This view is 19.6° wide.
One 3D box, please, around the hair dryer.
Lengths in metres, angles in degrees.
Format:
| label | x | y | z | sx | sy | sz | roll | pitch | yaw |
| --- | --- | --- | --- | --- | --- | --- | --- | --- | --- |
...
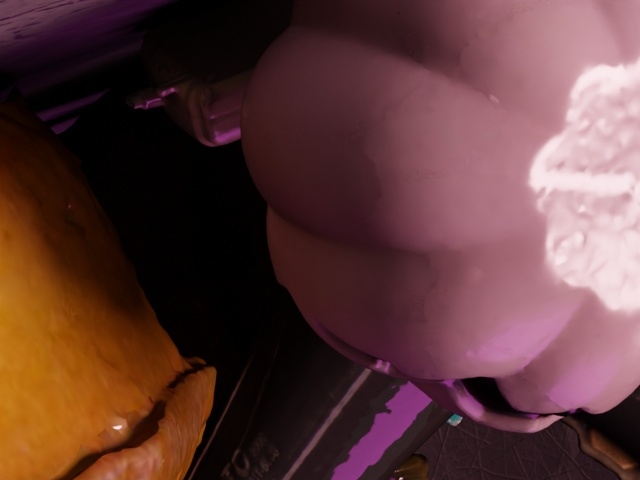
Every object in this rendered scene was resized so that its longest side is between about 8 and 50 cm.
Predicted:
| label | x | y | z | sx | sy | sz | roll | pitch | yaw |
| --- | --- | --- | --- | --- | --- | --- | --- | --- | --- |
| hair dryer | 0.113 | 0.104 | 0.712 | 0.304 | 0.359 | 0.120 | -58 | 163 | 4 |

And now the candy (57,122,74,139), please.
| label | x | y | z | sx | sy | sz | roll | pitch | yaw |
| --- | --- | --- | --- | --- | --- | --- | --- | --- | --- |
| candy | -0.203 | -0.008 | 1.026 | 0.141 | 0.078 | 0.203 | -19 | -172 | 21 |

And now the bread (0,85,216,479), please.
| label | x | y | z | sx | sy | sz | roll | pitch | yaw |
| --- | --- | --- | --- | --- | --- | --- | --- | --- | --- |
| bread | -0.148 | 0.047 | 0.676 | 0.179 | 0.194 | 0.340 | -25 | -177 | 13 |

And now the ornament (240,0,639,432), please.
| label | x | y | z | sx | sy | sz | roll | pitch | yaw |
| --- | --- | --- | --- | --- | --- | --- | --- | --- | --- |
| ornament | 0.060 | -0.032 | 0.595 | 0.177 | 0.177 | 0.177 | -20 | -177 | 1 |

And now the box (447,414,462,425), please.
| label | x | y | z | sx | sy | sz | roll | pitch | yaw |
| --- | --- | --- | --- | --- | --- | --- | --- | --- | --- |
| box | 0.000 | 0.000 | 1.075 | 0.092 | 0.245 | 0.153 | -63 | 174 | 10 |

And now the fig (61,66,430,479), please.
| label | x | y | z | sx | sy | sz | roll | pitch | yaw |
| --- | --- | --- | --- | --- | --- | --- | --- | --- | --- |
| fig | -0.027 | 0.015 | 0.886 | 0.235 | 0.235 | 0.214 | -19 | -156 | 32 |

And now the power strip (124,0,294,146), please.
| label | x | y | z | sx | sy | sz | roll | pitch | yaw |
| --- | --- | --- | --- | --- | --- | --- | --- | --- | --- |
| power strip | 0.006 | -0.078 | 0.693 | 0.169 | 0.028 | 0.076 | -21 | -149 | -13 |
